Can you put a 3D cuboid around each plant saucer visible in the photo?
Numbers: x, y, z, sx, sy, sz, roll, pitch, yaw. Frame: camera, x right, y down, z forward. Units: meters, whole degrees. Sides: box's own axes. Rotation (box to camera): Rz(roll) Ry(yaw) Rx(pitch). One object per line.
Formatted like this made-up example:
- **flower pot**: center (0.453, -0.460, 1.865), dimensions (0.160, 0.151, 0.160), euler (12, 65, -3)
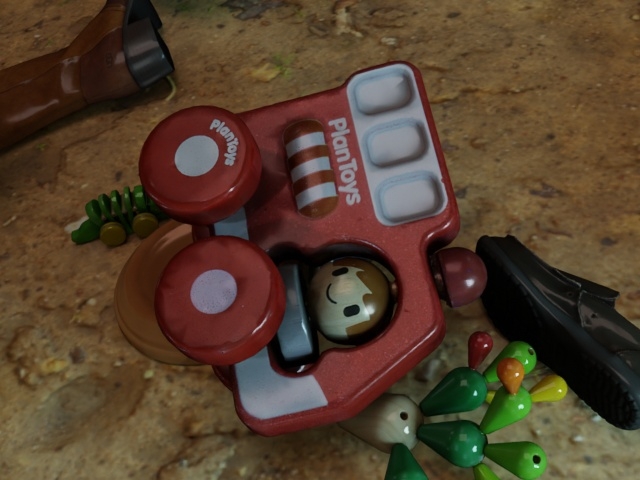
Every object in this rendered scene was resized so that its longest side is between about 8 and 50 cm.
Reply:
- **plant saucer**: center (-0.119, 0.035, 0.914), dimensions (0.200, 0.037, 0.199), euler (-8, 46, 8)

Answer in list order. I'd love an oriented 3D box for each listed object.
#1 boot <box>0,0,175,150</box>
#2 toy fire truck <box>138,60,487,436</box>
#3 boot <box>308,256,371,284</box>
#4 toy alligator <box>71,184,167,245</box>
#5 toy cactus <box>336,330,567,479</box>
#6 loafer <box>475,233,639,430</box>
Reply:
- **boot**: center (-0.351, -0.247, 1.228), dimensions (0.281, 0.096, 0.264), euler (-25, 54, 3)
- **toy fire truck**: center (0.000, 0.000, 0.765), dimensions (0.254, 0.169, 0.302), euler (-15, 64, 7)
- **boot**: center (-0.001, -0.025, 0.930), dimensions (0.106, 0.082, 0.219), euler (-15, 51, 39)
- **toy alligator**: center (-0.192, -0.042, 0.994), dimensions (0.190, 0.051, 0.056), euler (-16, 47, 1)
- **toy cactus**: center (0.088, 0.155, 0.714), dimensions (0.181, 0.112, 0.219), euler (10, 60, 36)
- **loafer**: center (0.216, 0.068, 0.772), dimensions (0.078, 0.080, 0.220), euler (-25, 51, -21)
